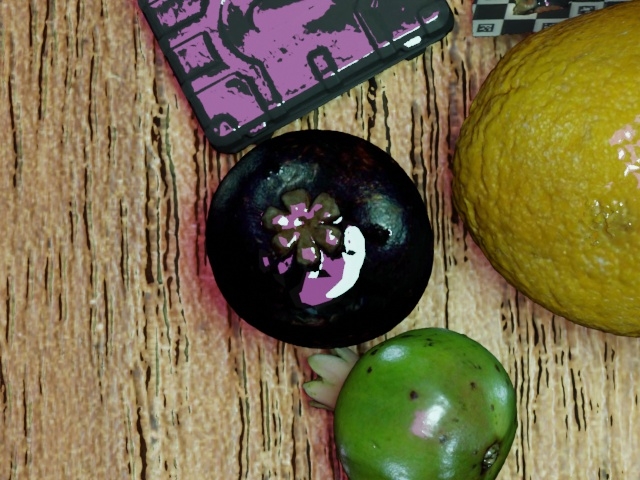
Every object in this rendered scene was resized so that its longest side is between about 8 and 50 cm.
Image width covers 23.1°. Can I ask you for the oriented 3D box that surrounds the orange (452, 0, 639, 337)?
[{"bbox_3d":[0.300,-0.067,1.432,0.357,0.322,0.322,6,84,21],"label":"orange"}]

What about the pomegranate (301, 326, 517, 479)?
[{"bbox_3d":[0.078,0.165,1.516,0.225,0.187,0.187,19,86,39],"label":"pomegranate"}]

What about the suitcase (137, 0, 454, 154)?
[{"bbox_3d":[-0.027,-0.238,1.625,0.285,0.066,0.206,-28,79,5],"label":"suitcase"}]

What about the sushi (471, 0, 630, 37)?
[{"bbox_3d":[0.253,-0.234,1.573,0.201,0.139,0.031,-4,127,9],"label":"sushi"}]

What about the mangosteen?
[{"bbox_3d":[0.000,0.000,1.508,0.243,0.243,0.243,-1,83,9],"label":"mangosteen"}]
